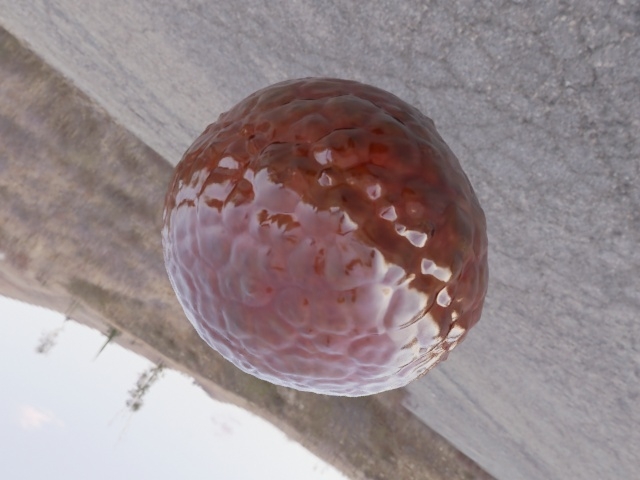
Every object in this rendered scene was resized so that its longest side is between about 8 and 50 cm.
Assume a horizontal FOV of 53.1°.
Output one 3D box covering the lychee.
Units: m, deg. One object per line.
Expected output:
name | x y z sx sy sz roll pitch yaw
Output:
lychee | 0.000 0.000 0.498 0.255 0.255 0.300 35 155 1
